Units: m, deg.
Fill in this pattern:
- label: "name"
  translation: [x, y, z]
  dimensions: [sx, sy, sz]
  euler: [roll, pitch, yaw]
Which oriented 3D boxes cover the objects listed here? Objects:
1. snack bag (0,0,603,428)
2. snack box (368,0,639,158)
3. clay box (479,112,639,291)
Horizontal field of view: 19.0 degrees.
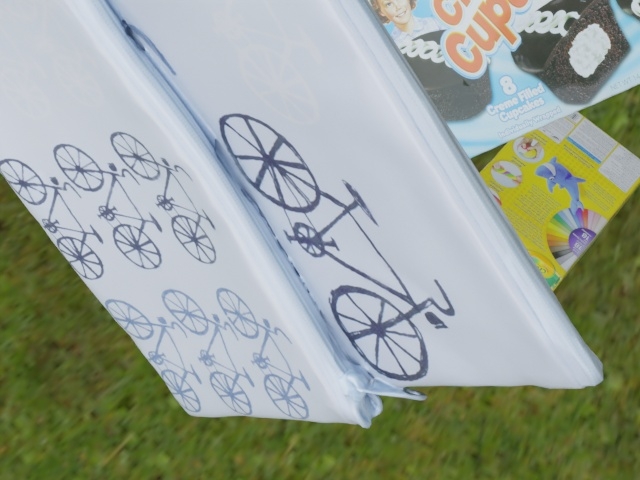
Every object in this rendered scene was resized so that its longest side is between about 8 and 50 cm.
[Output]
- label: "snack bag"
  translation: [-0.050, -0.031, 0.947]
  dimensions: [0.342, 0.037, 0.323]
  euler: [-4, 127, 49]
- label: "snack box"
  translation: [0.201, -0.205, 1.624]
  dimensions: [0.322, 0.060, 0.187]
  euler: [-24, 98, 35]
- label: "clay box"
  translation: [0.215, -0.035, 1.870]
  dimensions: [0.127, 0.222, 0.053]
  euler: [38, 144, 8]
